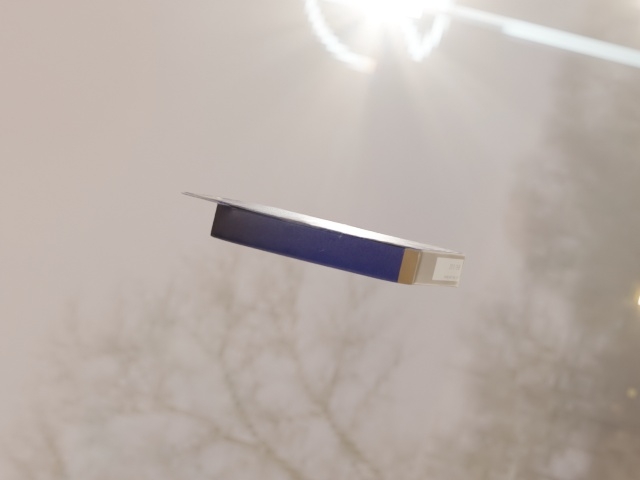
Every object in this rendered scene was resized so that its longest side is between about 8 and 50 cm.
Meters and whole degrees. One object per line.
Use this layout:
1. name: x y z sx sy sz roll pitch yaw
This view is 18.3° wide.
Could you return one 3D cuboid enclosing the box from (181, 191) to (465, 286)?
1. box: 0.000 0.000 1.720 0.136 0.225 0.036 5 -81 -69
